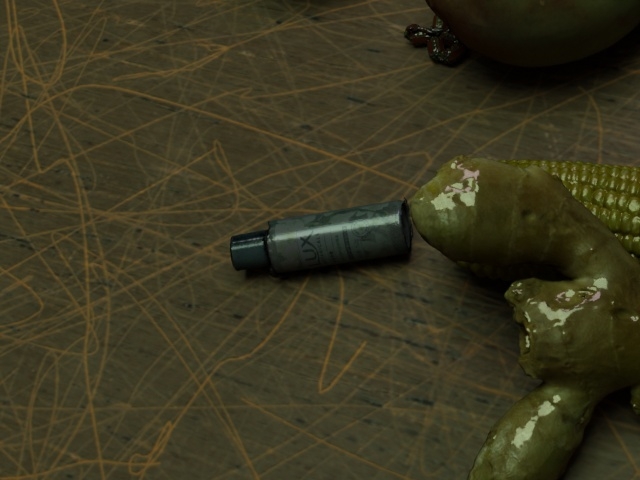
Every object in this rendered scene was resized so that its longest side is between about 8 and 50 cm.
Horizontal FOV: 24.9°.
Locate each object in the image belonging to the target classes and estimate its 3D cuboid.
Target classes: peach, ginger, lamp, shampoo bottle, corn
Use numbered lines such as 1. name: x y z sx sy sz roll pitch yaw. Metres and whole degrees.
1. peach: 0.261 -0.347 1.764 0.292 0.247 0.292 -3 76 11
2. ginger: 0.285 0.069 1.476 0.348 0.122 0.363 -12 84 -4
3. lamp: 0.154 -0.257 1.869 0.063 0.031 0.083 -33 56 -4
4. shampoo bottle: 0.000 0.000 1.715 0.214 0.072 0.072 -9 54 13
5. corn: 0.312 -0.018 1.574 0.387 0.144 0.144 2 57 22
